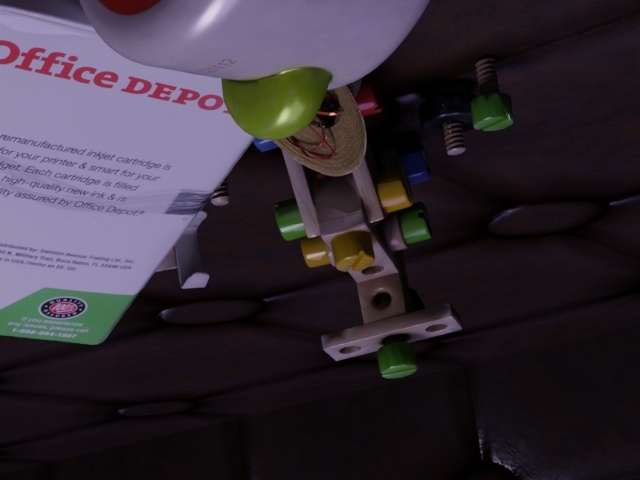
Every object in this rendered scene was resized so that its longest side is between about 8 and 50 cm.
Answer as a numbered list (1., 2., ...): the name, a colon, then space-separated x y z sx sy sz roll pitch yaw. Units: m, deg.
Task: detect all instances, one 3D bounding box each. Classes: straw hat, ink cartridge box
1. straw hat: 0.000 -0.126 1.191 0.061 0.144 0.144 -46 -177 -28
2. ink cartridge box: -0.179 -0.069 0.932 0.211 0.121 0.289 10 138 -33

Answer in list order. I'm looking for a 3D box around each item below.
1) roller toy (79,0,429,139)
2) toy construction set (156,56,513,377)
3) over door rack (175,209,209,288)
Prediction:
1. roller toy: -0.040 -0.179 0.762 0.146 0.209 0.191 5 138 -37
2. toy construction set: 0.000 0.000 1.318 0.309 0.237 0.257 -4 164 -11
3. over door rack: -0.176 -0.091 1.105 0.239 0.108 0.324 -1 142 -20
